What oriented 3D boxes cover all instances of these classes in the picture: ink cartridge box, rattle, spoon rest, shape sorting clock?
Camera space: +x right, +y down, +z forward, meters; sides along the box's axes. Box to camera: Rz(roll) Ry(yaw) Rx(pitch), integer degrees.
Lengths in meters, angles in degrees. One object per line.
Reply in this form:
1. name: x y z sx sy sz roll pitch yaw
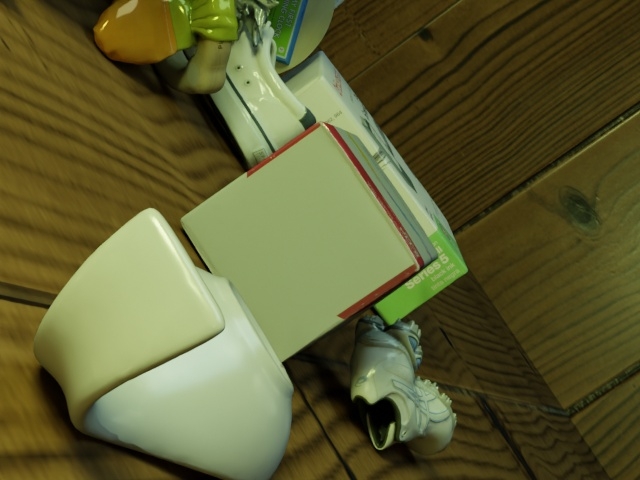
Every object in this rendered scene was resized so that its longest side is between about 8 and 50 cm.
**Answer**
1. ink cartridge box: 0.000 0.000 0.888 0.127 0.128 0.176 55 10 4
2. rattle: -0.172 -0.202 1.049 0.199 0.142 0.130 43 -32 39
3. ink cartridge box: 0.037 -0.066 1.334 0.273 0.114 0.198 52 10 -14
4. spoon rest: -0.072 0.056 0.560 0.137 0.084 0.276 58 -3 13
5. shape sorting clock: -0.080 -0.281 1.283 0.206 0.206 0.040 53 -12 -12

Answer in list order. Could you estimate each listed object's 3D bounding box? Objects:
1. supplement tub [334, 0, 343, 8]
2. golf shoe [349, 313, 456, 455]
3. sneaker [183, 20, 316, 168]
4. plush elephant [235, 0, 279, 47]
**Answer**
1. supplement tub: -0.114 -0.384 1.384 0.316 0.193 0.193 59 8 -13
2. golf shoe: 0.058 0.140 0.952 0.176 0.069 0.086 61 41 -43
3. sneaker: -0.092 -0.197 1.183 0.258 0.091 0.094 60 -7 10
4. plush elephant: -0.036 -0.387 1.118 0.271 0.255 0.330 13 53 -19
